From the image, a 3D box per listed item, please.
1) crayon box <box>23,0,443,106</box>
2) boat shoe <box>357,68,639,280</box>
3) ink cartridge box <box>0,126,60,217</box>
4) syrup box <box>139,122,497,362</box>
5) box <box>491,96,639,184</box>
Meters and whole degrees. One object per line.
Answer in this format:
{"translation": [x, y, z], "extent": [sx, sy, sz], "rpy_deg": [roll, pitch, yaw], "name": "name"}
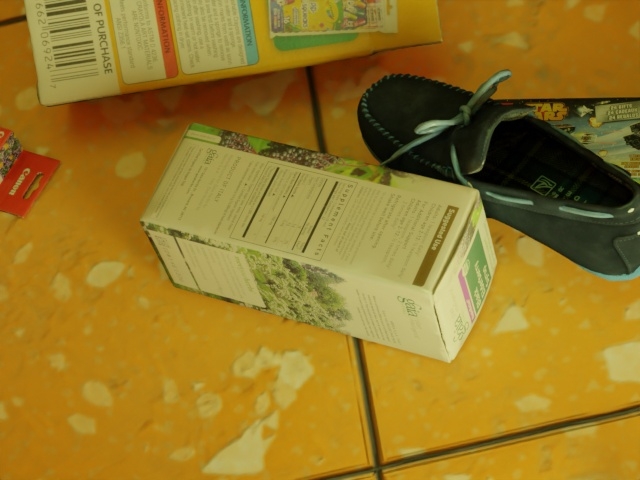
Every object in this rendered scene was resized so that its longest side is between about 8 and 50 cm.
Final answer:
{"translation": [-0.074, -0.229, 1.464], "extent": [0.323, 0.083, 0.203], "rpy_deg": [-8, 97, 10], "name": "crayon box"}
{"translation": [0.136, -0.068, 1.327], "extent": [0.258, 0.089, 0.109], "rpy_deg": [24, 66, 28], "name": "boat shoe"}
{"translation": [-0.274, -0.063, 1.503], "extent": [0.115, 0.029, 0.063], "rpy_deg": [17, 62, 25], "name": "ink cartridge box"}
{"translation": [0.000, 0.000, 1.350], "extent": [0.237, 0.093, 0.096], "rpy_deg": [13, 61, 22], "name": "syrup box"}
{"translation": [0.187, -0.061, 1.382], "extent": [0.137, 0.027, 0.094], "rpy_deg": [1, 58, 15], "name": "box"}
